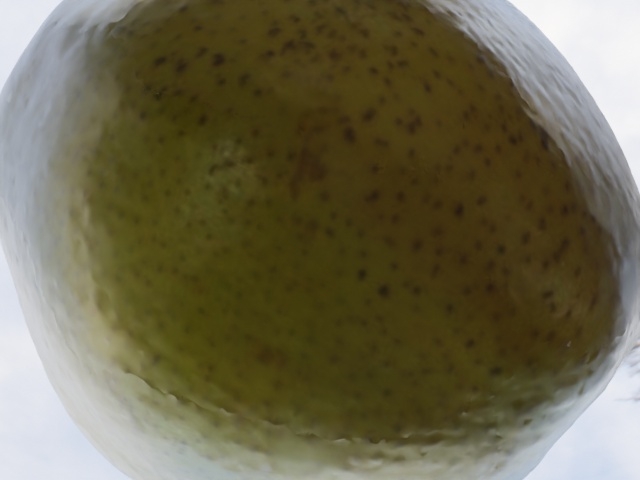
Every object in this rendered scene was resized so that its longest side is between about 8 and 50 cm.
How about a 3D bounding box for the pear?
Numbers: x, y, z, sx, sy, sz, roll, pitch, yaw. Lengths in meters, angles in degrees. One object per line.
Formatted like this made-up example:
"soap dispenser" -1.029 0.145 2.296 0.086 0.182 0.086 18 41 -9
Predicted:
"pear" 0.000 0.000 0.631 0.294 0.294 0.294 1 -102 -5
